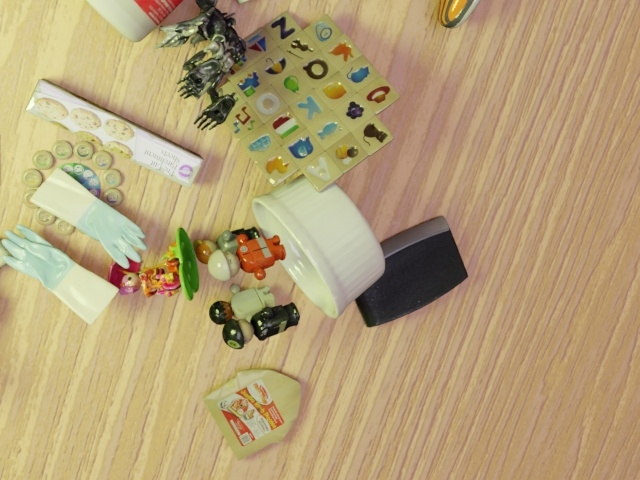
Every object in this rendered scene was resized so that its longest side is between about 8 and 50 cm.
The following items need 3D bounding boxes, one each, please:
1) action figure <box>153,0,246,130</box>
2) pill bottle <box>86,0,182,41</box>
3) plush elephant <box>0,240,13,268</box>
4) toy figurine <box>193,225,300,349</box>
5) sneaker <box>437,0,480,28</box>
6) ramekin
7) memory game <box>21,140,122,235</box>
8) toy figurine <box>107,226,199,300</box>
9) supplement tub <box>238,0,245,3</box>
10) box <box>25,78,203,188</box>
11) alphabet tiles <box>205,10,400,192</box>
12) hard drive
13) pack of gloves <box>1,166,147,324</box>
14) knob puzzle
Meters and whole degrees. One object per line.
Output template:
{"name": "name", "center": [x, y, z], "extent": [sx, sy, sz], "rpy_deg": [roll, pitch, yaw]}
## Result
{"name": "action figure", "center": [-0.210, -0.328, 1.348], "extent": [0.141, 0.275, 0.164], "rpy_deg": [-21, 133, 16]}
{"name": "pill bottle", "center": [-0.247, -0.547, 1.263], "extent": [0.408, 0.229, 0.229], "rpy_deg": [-44, 111, 2]}
{"name": "plush elephant", "center": [-0.721, 0.133, 1.292], "extent": [0.272, 0.255, 0.330], "rpy_deg": [23, 97, -20]}
{"name": "toy figurine", "center": [-0.152, 0.085, 1.466], "extent": [0.148, 0.209, 0.213], "rpy_deg": [-18, 108, -21]}
{"name": "sneaker", "center": [0.242, -0.580, 1.452], "extent": [0.180, 0.124, 0.321], "rpy_deg": [12, 100, -22]}
{"name": "ramekin", "center": [0.000, 0.000, 1.461], "extent": [0.135, 0.277, 0.277], "rpy_deg": [-35, 110, -13]}
{"name": "memory game", "center": [-0.466, -0.098, 1.437], "extent": [0.186, 0.012, 0.186], "rpy_deg": [-4, 104, -15]}
{"name": "toy figurine", "center": [-0.325, 0.068, 1.453], "extent": [0.159, 0.173, 0.130], "rpy_deg": [-14, 125, 1]}
{"name": "supplement tub", "center": [-0.140, -0.498, 1.400], "extent": [0.071, 0.071, 0.107], "rpy_deg": [-27, 110, -8]}
{"name": "box", "center": [-0.375, -0.196, 1.411], "extent": [0.324, 0.063, 0.067], "rpy_deg": [26, 96, -20]}
{"name": "alphabet tiles", "center": [-0.035, -0.263, 1.412], "extent": [0.285, 0.011, 0.342], "rpy_deg": [-36, 73, -5]}
{"name": "hard drive", "center": [0.189, 0.072, 1.642], "extent": [0.255, 0.054, 0.172], "rpy_deg": [-27, 109, -8]}
{"name": "pack of gloves", "center": [-0.452, 0.012, 1.411], "extent": [0.232, 0.046, 0.195], "rpy_deg": [37, 79, -2]}
{"name": "knob puzzle", "center": [-0.130, 0.352, 1.634], "extent": [0.213, 0.030, 0.213], "rpy_deg": [-3, 104, -14]}
